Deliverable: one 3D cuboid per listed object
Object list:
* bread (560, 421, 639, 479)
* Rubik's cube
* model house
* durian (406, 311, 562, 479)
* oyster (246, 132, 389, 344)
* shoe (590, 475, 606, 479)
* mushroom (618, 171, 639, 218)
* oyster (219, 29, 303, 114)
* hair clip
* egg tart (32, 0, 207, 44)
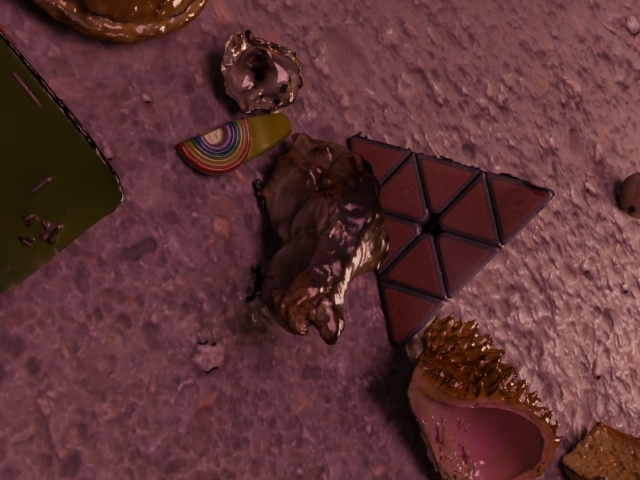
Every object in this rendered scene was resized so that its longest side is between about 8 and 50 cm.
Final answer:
[{"bbox_3d":[0.469,0.354,1.984,0.147,0.152,0.127,-34,99,-37],"label":"bread"},{"bbox_3d":[0.179,-0.020,1.824,0.228,0.233,0.229,-10,37,-10],"label":"Rubik's cube"},{"bbox_3d":[-0.363,-0.104,1.344,0.207,0.154,0.294,-38,97,-1],"label":"model house"},{"bbox_3d":[0.216,0.209,1.786,0.305,0.185,0.195,55,20,-28],"label":"durian"},{"bbox_3d":[-0.005,-0.006,1.648,0.198,0.133,0.337,36,44,-13],"label":"oyster"},{"bbox_3d":[0.435,0.492,1.856,0.210,0.132,0.342,-53,123,-25],"label":"shoe"},{"bbox_3d":[0.575,-0.081,2.304,0.079,0.085,0.085,-103,169,-85],"label":"mushroom"},{"bbox_3d":[-0.073,-0.214,1.708,0.166,0.053,0.108,5,79,-45],"label":"oyster"},{"bbox_3d":[-0.100,-0.127,1.655,0.188,0.033,0.060,-26,95,-41],"label":"hair clip"},{"bbox_3d":[-0.248,-0.429,1.538,0.388,0.169,0.388,11,72,-40],"label":"egg tart"}]
